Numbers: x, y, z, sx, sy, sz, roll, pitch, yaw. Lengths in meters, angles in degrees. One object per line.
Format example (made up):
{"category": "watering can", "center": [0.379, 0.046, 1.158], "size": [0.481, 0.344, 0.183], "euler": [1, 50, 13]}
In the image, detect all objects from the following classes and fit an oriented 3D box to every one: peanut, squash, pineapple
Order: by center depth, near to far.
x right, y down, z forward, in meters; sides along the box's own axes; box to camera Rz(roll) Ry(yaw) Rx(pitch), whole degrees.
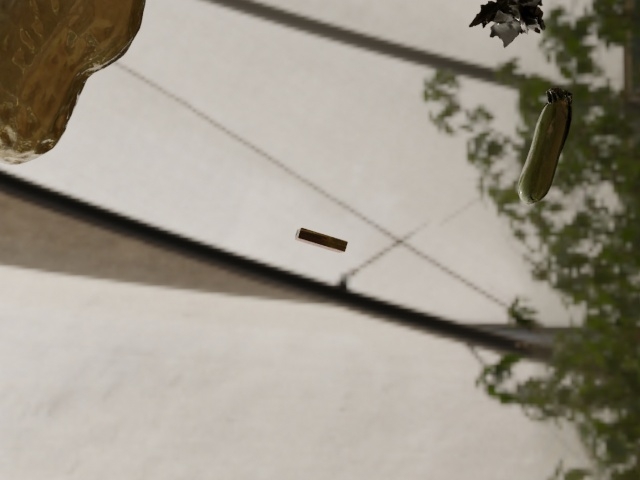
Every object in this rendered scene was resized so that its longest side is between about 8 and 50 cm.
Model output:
{"category": "peanut", "center": [-0.274, -0.218, 1.351], "size": [0.313, 0.152, 0.152], "euler": [-58, -11, 6]}
{"category": "pineapple", "center": [0.247, -0.349, 1.682], "size": [0.125, 0.125, 0.251], "euler": [75, -165, -46]}
{"category": "squash", "center": [0.343, -0.142, 1.991], "size": [0.052, 0.052, 0.183], "euler": [16, -88, -77]}

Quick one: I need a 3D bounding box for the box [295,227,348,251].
{"category": "box", "center": [0.000, 0.000, 2.421], "size": [0.133, 0.090, 0.023], "euler": [169, 116, -85]}
